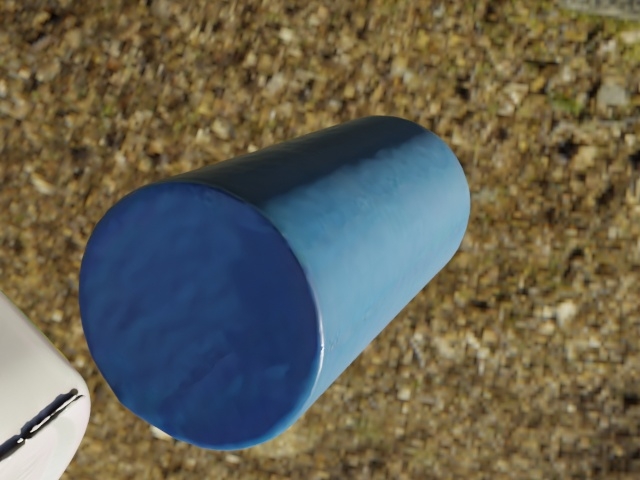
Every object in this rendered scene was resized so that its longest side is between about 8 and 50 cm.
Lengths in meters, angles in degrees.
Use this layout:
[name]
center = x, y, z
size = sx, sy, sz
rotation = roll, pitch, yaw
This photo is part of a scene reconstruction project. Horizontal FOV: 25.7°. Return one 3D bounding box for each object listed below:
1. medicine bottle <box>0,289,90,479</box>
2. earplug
[medicine bottle]
center = -0.176, 0.009, 0.477
size = 0.219, 0.078, 0.115
rotation = 44, 148, 10
[earplug]
center = 0.000, 0.000, 0.765
size = 0.132, 0.273, 0.132
rotation = 8, 109, 24
